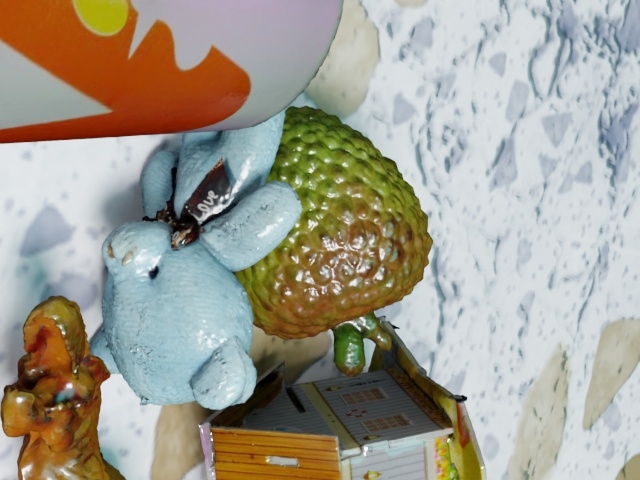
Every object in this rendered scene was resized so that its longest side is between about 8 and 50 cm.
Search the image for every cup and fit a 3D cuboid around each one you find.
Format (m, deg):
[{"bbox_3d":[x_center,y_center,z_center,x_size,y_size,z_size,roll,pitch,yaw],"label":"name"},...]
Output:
[{"bbox_3d":[-0.126,-0.117,0.528,0.288,0.203,0.203,0,102,-54],"label":"cup"}]

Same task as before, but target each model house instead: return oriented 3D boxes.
[{"bbox_3d":[0.002,0.173,0.776,0.136,0.207,0.219,-8,107,-14],"label":"model house"}]

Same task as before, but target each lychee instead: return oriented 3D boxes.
[{"bbox_3d":[0.000,0.000,0.736,0.114,0.114,0.146,-28,95,-38],"label":"lychee"}]

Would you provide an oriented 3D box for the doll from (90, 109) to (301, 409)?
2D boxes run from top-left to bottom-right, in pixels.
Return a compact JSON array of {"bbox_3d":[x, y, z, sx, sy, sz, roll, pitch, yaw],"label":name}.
[{"bbox_3d":[-0.066,-0.008,0.667,0.075,0.120,0.179,8,91,-39],"label":"doll"}]

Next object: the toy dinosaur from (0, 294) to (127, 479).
[{"bbox_3d":[-0.116,0.228,0.700,0.208,0.097,0.432,-55,145,-41],"label":"toy dinosaur"}]
